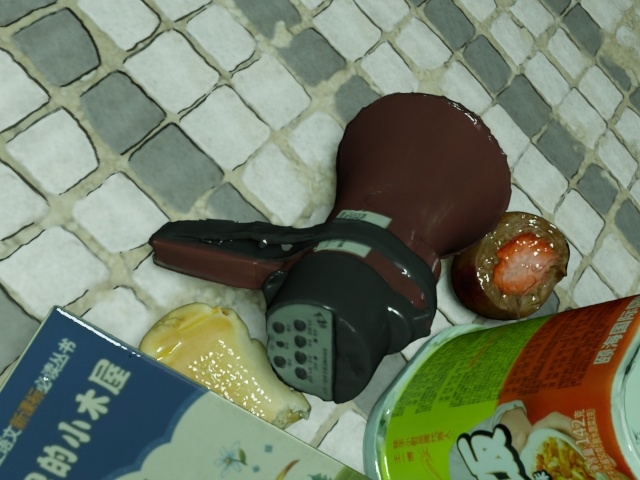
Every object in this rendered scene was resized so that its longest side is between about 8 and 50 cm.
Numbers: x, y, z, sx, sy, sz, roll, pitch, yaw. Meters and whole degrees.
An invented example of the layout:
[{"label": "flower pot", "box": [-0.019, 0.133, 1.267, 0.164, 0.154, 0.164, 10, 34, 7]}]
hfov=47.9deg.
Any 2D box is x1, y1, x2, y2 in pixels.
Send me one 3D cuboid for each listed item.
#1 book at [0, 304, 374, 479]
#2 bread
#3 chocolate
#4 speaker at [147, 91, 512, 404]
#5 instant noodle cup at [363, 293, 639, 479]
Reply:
[{"label": "book", "box": [-0.125, 0.225, 0.567, 0.323, 0.018, 0.228, 32, 87, -15]}, {"label": "bread", "box": [-0.088, 0.139, 0.644, 0.119, 0.084, 0.177, -36, 90, -28]}, {"label": "chocolate", "box": [0.208, 0.031, 0.830, 0.133, 0.127, 0.124, -2, 57, -34]}, {"label": "speaker", "box": [0.012, -0.020, 0.664, 0.259, 0.198, 0.329, 35, 37, 10]}, {"label": "instant noodle cup", "box": [0.242, 0.191, 0.678, 0.294, 0.308, 0.293, 12, 65, -26]}]
